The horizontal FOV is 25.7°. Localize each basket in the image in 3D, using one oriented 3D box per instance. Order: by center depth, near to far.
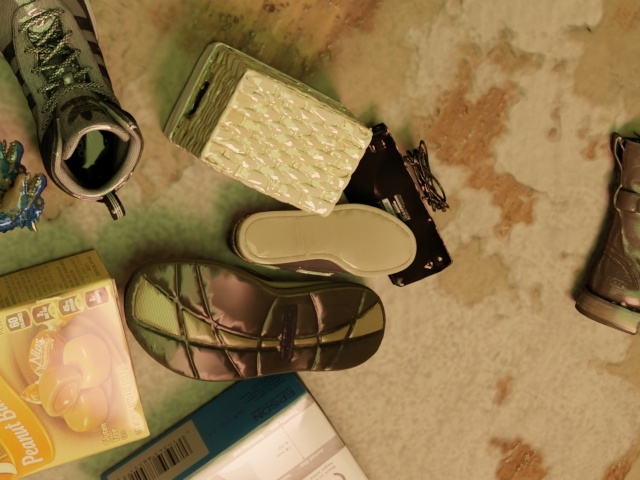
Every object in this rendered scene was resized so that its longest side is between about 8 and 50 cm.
[{"bbox_3d":[-0.049,-0.104,1.370,0.167,0.103,0.113,24,99,-27],"label":"basket"}]

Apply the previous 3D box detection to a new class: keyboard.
[{"bbox_3d":[0.086,-0.044,1.498,0.100,0.038,0.192,-20,121,13],"label":"keyboard"}]

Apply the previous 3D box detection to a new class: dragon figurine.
[{"bbox_3d":[-0.353,0.032,1.241,0.144,0.085,0.289,28,91,-36],"label":"dragon figurine"}]

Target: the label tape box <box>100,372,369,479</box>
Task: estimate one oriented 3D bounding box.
[{"bbox_3d":[-0.047,0.325,1.542,0.241,0.106,0.333,-35,119,-5],"label":"label tape box"}]

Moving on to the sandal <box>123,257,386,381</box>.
[{"bbox_3d":[-0.071,0.082,1.450,0.303,0.086,0.120,9,98,-35],"label":"sandal"}]

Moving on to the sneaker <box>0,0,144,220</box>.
[{"bbox_3d":[-0.226,-0.146,1.253,0.101,0.153,0.268,-24,117,-12],"label":"sneaker"}]

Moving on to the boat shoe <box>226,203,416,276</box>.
[{"bbox_3d":[0.000,0.000,1.462,0.206,0.065,0.075,3,85,-26],"label":"boat shoe"}]

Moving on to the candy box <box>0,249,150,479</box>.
[{"bbox_3d":[-0.341,0.145,1.361,0.316,0.087,0.183,-17,115,-15],"label":"candy box"}]

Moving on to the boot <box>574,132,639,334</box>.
[{"bbox_3d":[0.427,0.005,1.597,0.263,0.091,0.229,15,103,-9],"label":"boot"}]
